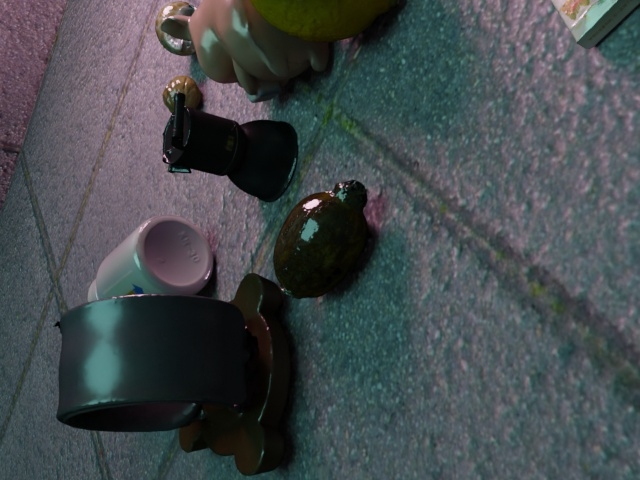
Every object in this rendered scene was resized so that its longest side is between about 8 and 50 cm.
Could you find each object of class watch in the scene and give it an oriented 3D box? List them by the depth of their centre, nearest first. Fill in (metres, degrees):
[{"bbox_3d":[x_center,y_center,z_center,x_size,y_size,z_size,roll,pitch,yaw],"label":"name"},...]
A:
[{"bbox_3d":[-0.246,0.208,1.159,0.335,0.327,0.314,-29,57,49],"label":"watch"}]

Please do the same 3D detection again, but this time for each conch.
[{"bbox_3d":[-0.307,-0.470,1.669,0.173,0.106,0.116,37,99,37],"label":"conch"}]

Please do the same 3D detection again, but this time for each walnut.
[{"bbox_3d":[-0.301,-0.314,1.628,0.092,0.092,0.092,-23,62,51],"label":"walnut"}]

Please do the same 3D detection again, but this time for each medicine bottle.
[{"bbox_3d":[-0.349,0.076,1.492,0.293,0.170,0.170,-33,54,45],"label":"medicine bottle"}]

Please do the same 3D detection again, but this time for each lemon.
[{"bbox_3d":[-0.003,-0.389,1.107,0.257,0.188,0.188,19,98,18],"label":"lemon"}]

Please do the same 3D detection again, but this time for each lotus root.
[{"bbox_3d":[0.000,0.000,1.060,0.209,0.120,0.120,-59,38,27],"label":"lotus root"}]

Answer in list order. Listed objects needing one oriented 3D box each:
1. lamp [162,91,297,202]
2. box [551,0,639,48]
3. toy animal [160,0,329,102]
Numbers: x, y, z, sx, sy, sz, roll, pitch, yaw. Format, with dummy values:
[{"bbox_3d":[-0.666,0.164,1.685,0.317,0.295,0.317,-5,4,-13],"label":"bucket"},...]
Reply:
[{"bbox_3d":[-0.176,-0.155,1.259,0.172,0.227,0.147,-19,65,52],"label":"lamp"},{"bbox_3d":[0.287,-0.326,0.814,0.122,0.032,0.220,-46,44,37],"label":"box"},{"bbox_3d":[-0.115,-0.350,1.289,0.256,0.195,0.212,-14,97,56],"label":"toy animal"}]
